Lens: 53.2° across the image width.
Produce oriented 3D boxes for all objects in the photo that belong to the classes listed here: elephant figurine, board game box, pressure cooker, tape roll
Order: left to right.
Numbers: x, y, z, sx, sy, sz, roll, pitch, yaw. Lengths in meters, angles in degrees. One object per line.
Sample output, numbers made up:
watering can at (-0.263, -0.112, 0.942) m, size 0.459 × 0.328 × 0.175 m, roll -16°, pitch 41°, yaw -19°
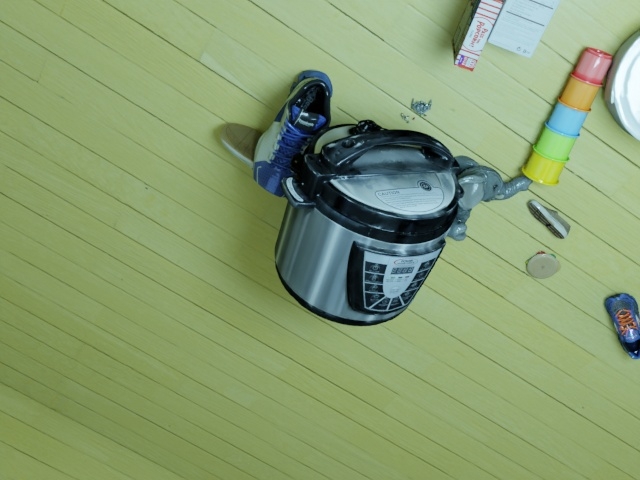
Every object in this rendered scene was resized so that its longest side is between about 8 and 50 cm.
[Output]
pressure cooker at (0.100, -0.064, 1.425) m, size 0.376 × 0.370 × 0.420 m, roll 26°, pitch 129°, yaw 8°
elephant figurine at (0.370, -0.131, 1.594) m, size 0.239 × 0.186 × 0.169 m, roll -49°, pitch 60°, yaw 20°
board game box at (0.327, -0.460, 1.354) m, size 0.045 × 0.193 × 0.146 m, roll 19°, pitch 123°, yaw -2°
tape roll at (0.767, -0.336, 1.367) m, size 0.286 × 0.100 × 0.286 m, roll 4°, pitch 108°, yaw 12°

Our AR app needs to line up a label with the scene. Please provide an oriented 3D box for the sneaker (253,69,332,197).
sneaker at (-0.065, -0.254, 1.500) m, size 0.128 × 0.182 × 0.315 m, roll 24°, pitch 101°, yaw -10°

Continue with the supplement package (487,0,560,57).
supplement package at (0.437, -0.502, 1.360) m, size 0.105 × 0.105 × 0.179 m, roll 20°, pitch 122°, yaw -2°

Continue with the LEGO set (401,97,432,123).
LEGO set at (0.237, -0.315, 1.559) m, size 0.054 × 0.023 × 0.083 m, roll 32°, pitch 121°, yaw -10°

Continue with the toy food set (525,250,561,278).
toy food set at (0.602, 0.067, 1.731) m, size 0.083 × 0.020 × 0.082 m, roll -31°, pitch 111°, yaw 26°

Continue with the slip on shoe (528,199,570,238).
slip on shoe at (0.590, -0.062, 1.644) m, size 0.135 × 0.051 × 0.041 m, roll 42°, pitch 80°, yaw -7°

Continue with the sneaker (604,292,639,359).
sneaker at (0.846, 0.234, 1.750) m, size 0.083 × 0.087 × 0.221 m, roll -23°, pitch 115°, yaw 22°

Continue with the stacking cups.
stacking cups at (0.577, -0.281, 1.477) m, size 0.096 × 0.096 × 0.316 m, roll 18°, pitch 123°, yaw -1°

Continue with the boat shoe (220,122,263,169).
boat shoe at (-0.143, -0.199, 1.659) m, size 0.277 × 0.098 × 0.096 m, roll 32°, pitch 148°, yaw -5°
